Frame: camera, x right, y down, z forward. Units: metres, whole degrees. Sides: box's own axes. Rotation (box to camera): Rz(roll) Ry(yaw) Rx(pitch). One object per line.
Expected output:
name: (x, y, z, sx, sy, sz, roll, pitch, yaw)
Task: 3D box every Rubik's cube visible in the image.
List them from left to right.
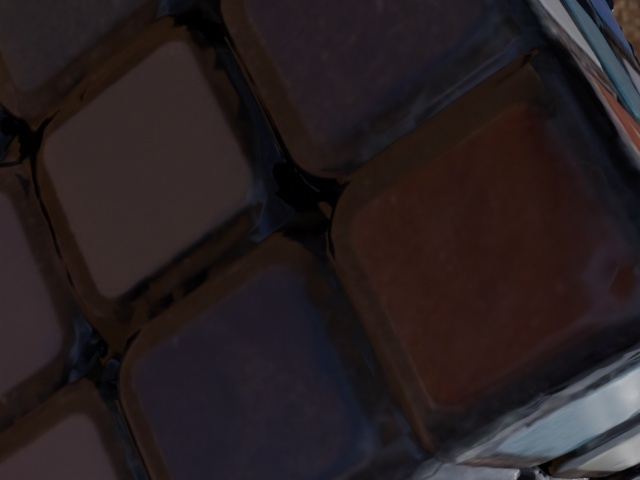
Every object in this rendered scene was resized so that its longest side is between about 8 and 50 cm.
Rubik's cube: (0.004, -0.003, 0.660, 0.359, 0.363, 0.362, 20, 44, -63)
